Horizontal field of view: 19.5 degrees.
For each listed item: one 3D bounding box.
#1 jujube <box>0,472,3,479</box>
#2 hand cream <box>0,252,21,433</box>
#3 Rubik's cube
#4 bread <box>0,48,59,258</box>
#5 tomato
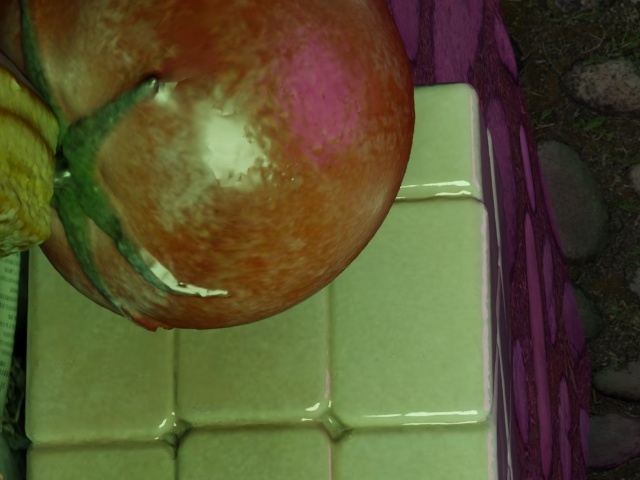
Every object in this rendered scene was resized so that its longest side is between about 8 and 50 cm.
[{"bbox_3d":[-0.247,0.176,0.911,0.155,0.155,0.230,66,31,-44],"label":"jujube"},{"bbox_3d":[-0.224,0.011,1.258,0.080,0.050,0.234,47,41,-78],"label":"hand cream"},{"bbox_3d":[-0.021,0.089,1.353,0.322,0.316,0.318,56,32,-72],"label":"Rubik's cube"},{"bbox_3d":[-0.256,-0.060,0.922,0.234,0.184,0.110,45,36,-67],"label":"bread"},{"bbox_3d":[-0.067,-0.081,1.109,0.265,0.265,0.265,-8,90,-74],"label":"tomato"}]
